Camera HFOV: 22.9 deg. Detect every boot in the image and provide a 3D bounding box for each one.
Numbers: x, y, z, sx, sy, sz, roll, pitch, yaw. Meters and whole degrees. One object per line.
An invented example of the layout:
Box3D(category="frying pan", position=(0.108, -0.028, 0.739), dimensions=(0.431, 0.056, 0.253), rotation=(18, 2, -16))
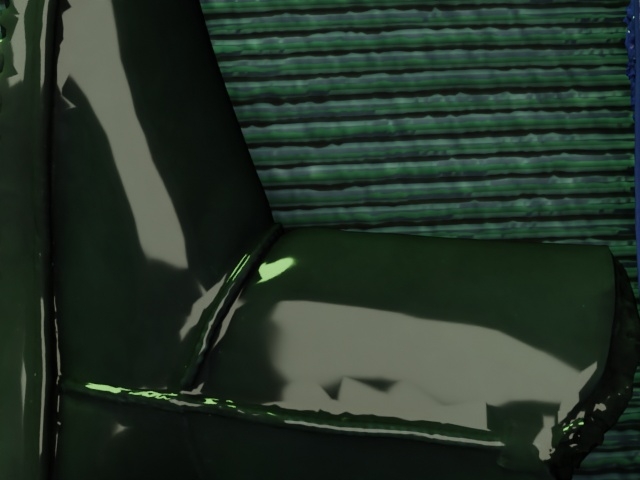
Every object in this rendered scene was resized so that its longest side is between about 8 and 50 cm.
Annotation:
Box3D(category="boot", position=(0.000, 0.000, 0.523), dimensions=(0.207, 0.094, 0.246), rotation=(4, 94, 3))

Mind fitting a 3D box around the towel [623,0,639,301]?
Box3D(category="towel", position=(0.257, -0.006, 0.503), dimensions=(0.308, 0.076, 0.227), rotation=(-3, 92, 6))
